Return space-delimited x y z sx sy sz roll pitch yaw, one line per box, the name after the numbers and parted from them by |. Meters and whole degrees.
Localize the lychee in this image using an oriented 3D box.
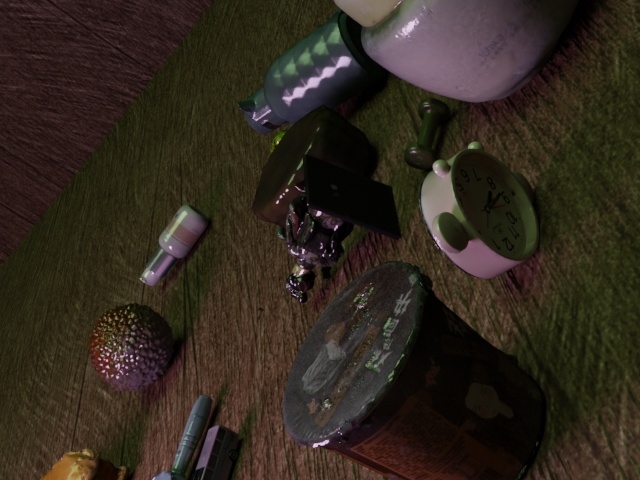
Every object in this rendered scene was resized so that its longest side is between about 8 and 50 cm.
-0.359 0.200 2.070 0.165 0.165 0.197 -53 16 6 | lychee

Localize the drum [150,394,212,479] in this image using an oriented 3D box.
-0.215 0.359 1.706 0.130 0.049 0.253 -11 49 60 | drum

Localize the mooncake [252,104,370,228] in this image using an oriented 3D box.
-0.014 -0.113 1.868 0.228 0.124 0.228 -49 22 28 | mooncake

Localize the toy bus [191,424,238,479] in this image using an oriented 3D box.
-0.159 0.340 1.619 0.037 0.052 0.131 -28 35 43 | toy bus

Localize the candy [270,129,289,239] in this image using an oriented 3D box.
-0.061 -0.109 2.038 0.077 0.073 0.262 -25 42 33 | candy

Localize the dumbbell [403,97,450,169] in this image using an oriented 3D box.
0.164 -0.164 1.670 0.046 0.052 0.118 108 -179 -57 | dumbbell

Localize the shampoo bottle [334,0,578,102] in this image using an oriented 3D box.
0.200 -0.371 1.563 0.322 0.317 0.322 -53 13 18 | shampoo bottle

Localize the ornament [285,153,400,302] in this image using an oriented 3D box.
0.000 0.000 1.687 0.153 0.166 0.196 -96 30 -59 | ornament

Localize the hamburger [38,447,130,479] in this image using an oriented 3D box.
-0.461 0.483 1.927 0.262 0.124 0.131 -43 26 28 | hamburger

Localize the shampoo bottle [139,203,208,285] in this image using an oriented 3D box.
-0.319 0.014 2.356 0.192 0.074 0.074 -55 23 7 | shampoo bottle

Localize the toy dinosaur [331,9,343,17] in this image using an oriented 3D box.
0.079 -0.411 2.100 0.329 0.144 0.076 -44 26 56 | toy dinosaur

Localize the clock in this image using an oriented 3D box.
0.189 -0.033 1.306 0.063 0.156 0.229 -36 -3 38 | clock

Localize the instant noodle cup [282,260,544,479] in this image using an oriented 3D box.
0.104 0.163 1.142 0.217 0.207 0.217 -44 24 25 | instant noodle cup

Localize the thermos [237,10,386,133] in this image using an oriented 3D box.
-0.014 -0.301 2.072 0.286 0.182 0.145 -30 67 31 | thermos
